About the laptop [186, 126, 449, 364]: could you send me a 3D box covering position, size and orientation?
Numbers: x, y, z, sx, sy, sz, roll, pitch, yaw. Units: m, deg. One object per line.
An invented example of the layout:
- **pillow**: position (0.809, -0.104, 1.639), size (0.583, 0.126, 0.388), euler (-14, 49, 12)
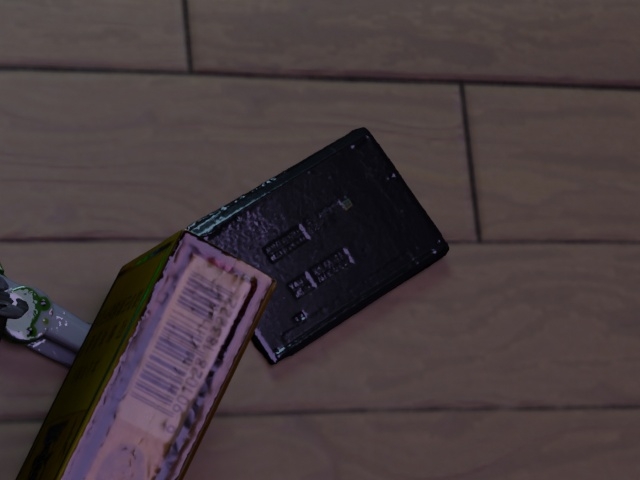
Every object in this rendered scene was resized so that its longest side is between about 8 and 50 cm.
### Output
- **laptop**: position (0.000, 0.000, 1.595), size (0.197, 0.016, 0.135), euler (-32, 87, -27)

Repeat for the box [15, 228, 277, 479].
- **box**: position (-0.152, 0.153, 1.370), size (0.084, 0.193, 0.301), euler (29, 73, -12)

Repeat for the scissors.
- **scissors**: position (-0.231, 0.057, 1.476), size (0.204, 0.027, 0.101), euler (31, 72, -11)

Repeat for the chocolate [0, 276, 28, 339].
- **chocolate**: position (-0.363, 0.100, 1.292), size (0.303, 0.303, 0.213), euler (15, 91, -18)
